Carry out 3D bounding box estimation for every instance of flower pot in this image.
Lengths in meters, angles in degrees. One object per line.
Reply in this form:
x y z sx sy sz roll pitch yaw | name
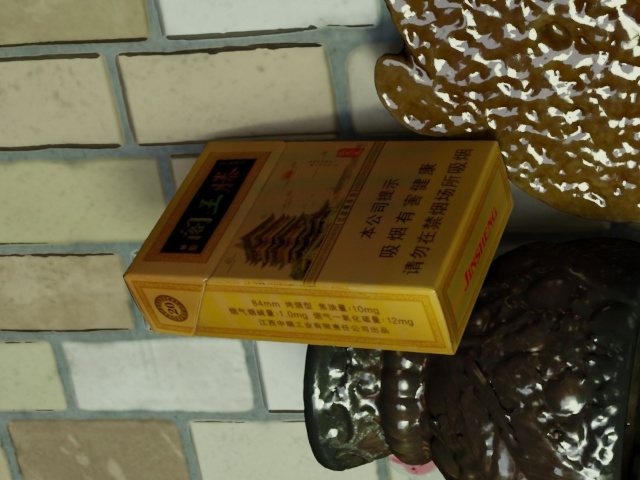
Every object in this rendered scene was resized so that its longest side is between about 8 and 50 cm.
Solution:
0.140 0.117 1.138 0.267 0.266 0.266 7 122 19 | flower pot

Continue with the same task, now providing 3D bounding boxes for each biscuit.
0.200 -0.185 1.045 0.350 0.070 0.394 -21 114 24 | biscuit

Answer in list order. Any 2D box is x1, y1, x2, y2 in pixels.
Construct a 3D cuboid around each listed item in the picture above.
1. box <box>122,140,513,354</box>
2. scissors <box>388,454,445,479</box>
0.000 0.000 1.091 0.274 0.174 0.076 2 132 27 | box
0.095 0.206 1.319 0.118 0.030 0.242 -29 113 24 | scissors
